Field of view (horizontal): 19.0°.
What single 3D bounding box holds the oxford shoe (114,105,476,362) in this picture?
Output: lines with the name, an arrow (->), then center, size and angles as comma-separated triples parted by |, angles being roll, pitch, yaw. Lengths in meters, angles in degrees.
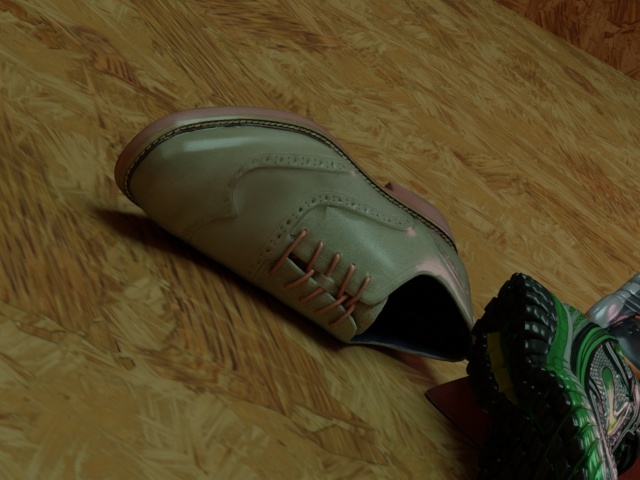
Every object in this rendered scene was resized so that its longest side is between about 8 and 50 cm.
oxford shoe -> 0.000, 0.000, 1.642 | 0.397, 0.140, 0.146 | 20, 31, -40

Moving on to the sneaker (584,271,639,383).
sneaker -> 0.374, 0.135, 2.097 | 0.180, 0.124, 0.321 | 45, 29, 11

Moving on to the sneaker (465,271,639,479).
sneaker -> 0.217, 0.157, 1.573 | 0.146, 0.134, 0.343 | 23, 32, -14

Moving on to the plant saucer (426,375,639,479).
plant saucer -> 0.245, 0.197, 1.763 | 0.259, 0.047, 0.258 | 43, 18, 17
